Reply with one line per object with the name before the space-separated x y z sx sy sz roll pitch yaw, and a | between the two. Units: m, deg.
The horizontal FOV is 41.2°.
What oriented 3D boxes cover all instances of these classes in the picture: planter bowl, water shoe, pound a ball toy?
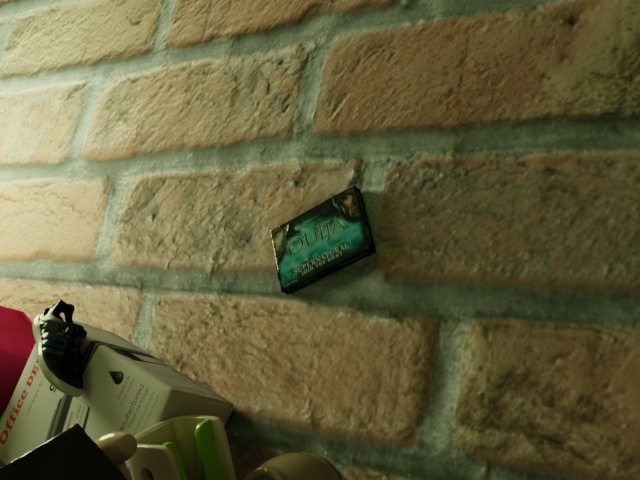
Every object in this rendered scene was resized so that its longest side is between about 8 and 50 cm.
planter bowl | -0.058 0.401 1.296 0.162 0.109 0.162 -14 65 33
water shoe | -0.449 0.182 1.487 0.080 0.073 0.203 -44 50 8
pound a ball toy | -0.237 0.406 1.280 0.136 0.208 0.319 -8 98 36

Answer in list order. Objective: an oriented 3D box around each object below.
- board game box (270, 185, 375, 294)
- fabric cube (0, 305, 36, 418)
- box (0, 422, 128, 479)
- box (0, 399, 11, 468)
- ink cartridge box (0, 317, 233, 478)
board game box | 0.000 0.000 1.462 0.186 0.026 0.126 -28 58 26
fabric cube | -0.735 0.277 1.760 0.259 0.258 0.254 34 95 40
box | -0.278 0.588 1.076 0.472 0.297 0.480 36 139 29
box | -0.574 0.348 1.711 0.060 0.100 0.244 34 94 41
ink cartridge box | -0.387 0.338 1.530 0.395 0.166 0.285 19 84 41
